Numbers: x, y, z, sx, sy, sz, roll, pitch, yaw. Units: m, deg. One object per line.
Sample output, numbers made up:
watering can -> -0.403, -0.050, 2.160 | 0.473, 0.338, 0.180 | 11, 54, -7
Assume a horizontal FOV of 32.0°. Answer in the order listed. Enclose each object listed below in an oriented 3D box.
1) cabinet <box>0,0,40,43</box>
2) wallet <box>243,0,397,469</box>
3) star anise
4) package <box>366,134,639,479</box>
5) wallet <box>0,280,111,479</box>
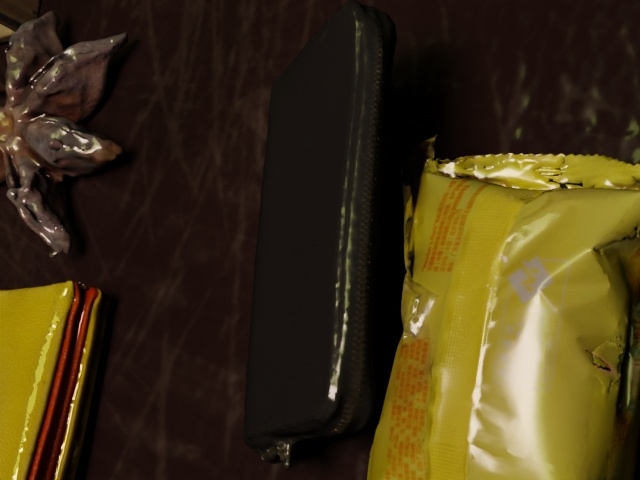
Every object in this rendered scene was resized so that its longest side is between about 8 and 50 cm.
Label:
cabinet -> -0.334, -0.285, 0.934 | 0.175, 0.148, 0.215 | -4, 72, 35
wallet -> 0.000, 0.000, 0.628 | 0.149, 0.044, 0.250 | 143, 134, -63
star anise -> -0.223, -0.097, 0.845 | 0.208, 0.063, 0.171 | 25, 89, 39
package -> 0.094, 0.057, 0.547 | 0.168, 0.090, 0.226 | 4, 78, 40
wallet -> -0.220, 0.149, 0.766 | 0.141, 0.067, 0.241 | -5, 67, 40
